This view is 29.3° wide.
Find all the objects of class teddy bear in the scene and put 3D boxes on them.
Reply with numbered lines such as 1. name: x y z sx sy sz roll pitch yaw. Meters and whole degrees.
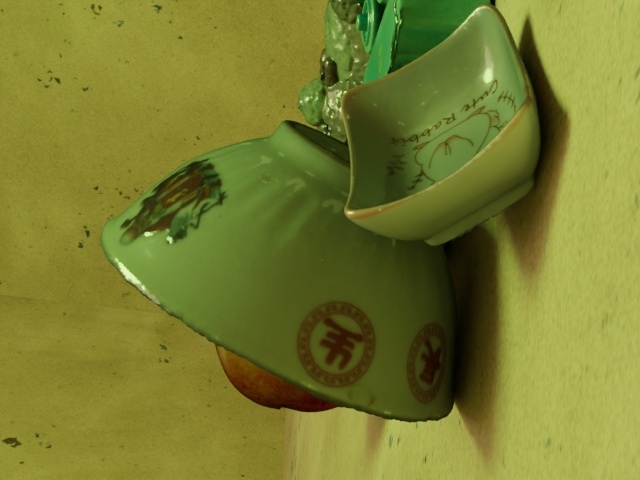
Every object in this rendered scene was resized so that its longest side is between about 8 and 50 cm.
1. teddy bear: 0.056 -0.217 1.497 0.236 0.151 0.267 -101 22 -57

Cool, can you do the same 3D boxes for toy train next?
1. toy train: 0.098 -0.198 1.184 0.203 0.112 0.163 104 166 -64

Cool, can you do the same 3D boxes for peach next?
1. peach: -0.022 0.099 1.502 0.231 0.231 0.231 -173 90 -86

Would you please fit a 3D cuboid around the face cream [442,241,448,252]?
1. face cream: 0.091 -0.010 1.199 0.341 0.084 0.137 93 167 -49

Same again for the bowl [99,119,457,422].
1. bowl: 0.000 0.000 1.038 0.157 0.337 0.337 -61 8 11

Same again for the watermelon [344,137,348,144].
1. watermelon: 0.076 -0.095 1.335 0.105 0.105 0.133 118 169 -79

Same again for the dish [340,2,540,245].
1. dish: 0.097 -0.078 0.919 0.077 0.151 0.212 51 -161 -25
